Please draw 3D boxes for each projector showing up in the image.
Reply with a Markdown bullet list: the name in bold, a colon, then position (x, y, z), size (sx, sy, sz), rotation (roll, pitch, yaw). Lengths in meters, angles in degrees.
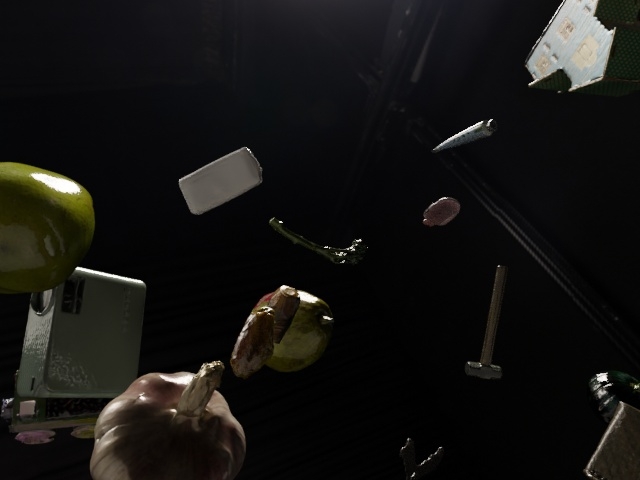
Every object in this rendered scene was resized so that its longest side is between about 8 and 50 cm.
- **projector**: position (-0.475, 0.187, 1.037), size (0.108, 0.198, 0.251), rotation (-10, -109, 33)

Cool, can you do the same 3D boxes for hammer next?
- **hammer**: position (0.548, 0.261, 1.648), size (0.043, 0.111, 0.366), rotation (-117, -144, -85)

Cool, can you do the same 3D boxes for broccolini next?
- **broccolini**: position (0.003, 0.006, 0.847), size (0.054, 0.194, 0.052), rotation (-47, -138, 27)

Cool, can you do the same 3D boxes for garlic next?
- **garlic**: position (-0.213, 0.288, 0.811), size (0.253, 0.245, 0.245), rotation (-55, -134, 24)

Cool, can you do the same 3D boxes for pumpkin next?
- **pumpkin**: position (0.841, 0.447, 1.426), size (0.202, 0.201, 0.140), rotation (53, -52, 44)

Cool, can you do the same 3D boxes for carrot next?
- **carrot**: position (-0.111, 0.199, 1.354), size (0.082, 0.082, 0.173), rotation (52, -54, 45)

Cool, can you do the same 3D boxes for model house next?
- **model house**: position (0.553, -0.370, 0.994), size (0.271, 0.178, 0.207), rotation (116, -30, -47)

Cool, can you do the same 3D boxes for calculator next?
- **calculator**: position (0.431, -0.097, 1.850), size (0.166, 0.103, 0.024), rotation (-49, -157, 48)

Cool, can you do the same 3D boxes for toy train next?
- **toy train**: position (-0.574, 0.374, 1.167), size (0.177, 0.260, 0.134), rotation (-49, -135, 49)

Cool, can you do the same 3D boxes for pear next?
- **pear**: position (-0.086, 0.303, 1.772), size (0.375, 0.287, 0.288), rotation (-22, -100, 44)
- **pear**: position (-0.193, -0.009, 0.341), size (0.092, 0.097, 0.092), rotation (19, -45, 20)

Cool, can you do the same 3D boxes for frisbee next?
- **frisbee**: position (0.186, 0.464, 1.046), size (0.012, 0.211, 0.188), rotation (21, -46, 42)

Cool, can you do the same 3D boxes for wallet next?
- **wallet**: position (-0.219, -0.132, 1.145), size (0.033, 0.189, 0.095), rotation (-20, 87, -83)

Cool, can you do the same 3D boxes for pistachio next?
- **pistachio**: position (-0.147, 0.234, 1.178), size (0.049, 0.089, 0.173), rotation (94, 18, -77)

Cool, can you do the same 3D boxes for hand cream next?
- **hand cream**: position (0.507, -0.358, 1.813), size (0.256, 0.088, 0.055), rotation (-20, -87, 56)

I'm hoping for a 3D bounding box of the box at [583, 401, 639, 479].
- **box**: position (0.585, 0.400, 0.804), size (0.273, 0.143, 0.184), rotation (27, -11, 44)
